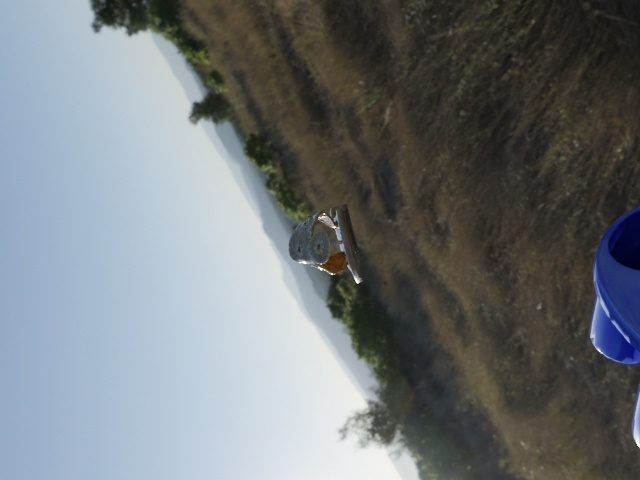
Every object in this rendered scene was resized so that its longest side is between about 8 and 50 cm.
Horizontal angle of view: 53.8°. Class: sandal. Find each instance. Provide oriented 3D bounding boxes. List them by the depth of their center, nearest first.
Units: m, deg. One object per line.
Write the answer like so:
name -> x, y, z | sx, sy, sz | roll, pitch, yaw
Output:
sandal -> 0.002, 0.006, 0.762 | 0.240, 0.079, 0.088 | -77, -28, -80

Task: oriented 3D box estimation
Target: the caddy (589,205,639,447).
caddy -> 0.398, 0.063, 0.524 | 0.241, 0.342, 0.179 | -93, -1, -48
